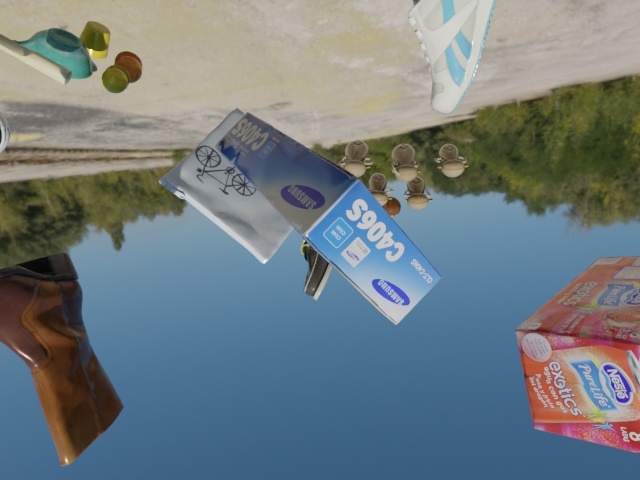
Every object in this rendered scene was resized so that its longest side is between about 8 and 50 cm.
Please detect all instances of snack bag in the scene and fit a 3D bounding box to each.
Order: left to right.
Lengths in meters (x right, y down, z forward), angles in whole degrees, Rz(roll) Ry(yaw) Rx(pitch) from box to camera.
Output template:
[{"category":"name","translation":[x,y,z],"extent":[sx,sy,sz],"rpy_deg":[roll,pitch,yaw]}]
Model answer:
[{"category":"snack bag","translation":[-0.171,-0.138,1.238],"extent":[0.037,0.323,0.343],"rpy_deg":[-41,-168,50]}]

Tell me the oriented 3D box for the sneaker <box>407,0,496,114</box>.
[{"category":"sneaker","translation":[0.151,-0.252,0.587],"extent":[0.092,0.229,0.088],"rpy_deg":[13,-126,11]}]

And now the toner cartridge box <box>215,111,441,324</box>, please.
[{"category":"toner cartridge box","translation":[-0.013,-0.049,0.621],"extent":[0.075,0.165,0.348],"rpy_deg":[-47,-147,0]}]

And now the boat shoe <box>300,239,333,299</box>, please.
[{"category":"boat shoe","translation":[0.000,0.000,0.908],"extent":[0.068,0.228,0.081],"rpy_deg":[21,148,-6]}]

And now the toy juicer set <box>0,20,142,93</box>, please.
[{"category":"toy juicer set","translation":[-0.514,-0.362,1.037],"extent":[0.089,0.209,0.329],"rpy_deg":[-53,177,30]}]

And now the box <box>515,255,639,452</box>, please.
[{"category":"box","translation":[0.346,0.111,0.567],"extent":[0.256,0.123,0.128],"rpy_deg":[-22,-169,-39]}]

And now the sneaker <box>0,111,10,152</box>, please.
[{"category":"sneaker","translation":[-0.421,-0.079,0.465],"extent":[0.216,0.079,0.121],"rpy_deg":[-9,-156,-3]}]

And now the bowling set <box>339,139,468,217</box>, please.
[{"category":"bowling set","translation":[0.189,-0.120,1.164],"extent":[0.286,0.200,0.154],"rpy_deg":[1,-148,6]}]

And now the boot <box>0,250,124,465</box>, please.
[{"category":"boot","translation":[-0.397,0.173,0.676],"extent":[0.096,0.281,0.264],"rpy_deg":[-15,-174,6]}]
